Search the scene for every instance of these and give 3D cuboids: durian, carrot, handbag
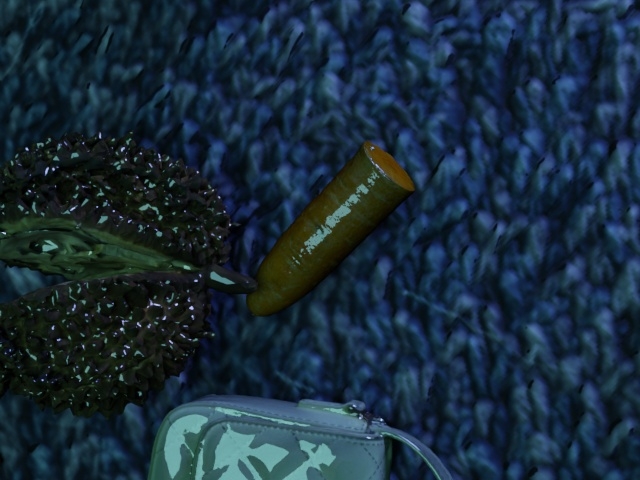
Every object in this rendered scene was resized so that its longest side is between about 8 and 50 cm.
[{"bbox_3d":[-0.136,0.022,0.971,0.196,0.167,0.196,0,92,0],"label":"durian"},{"bbox_3d":[0.000,0.000,0.985,0.048,0.048,0.139,46,102,13],"label":"carrot"},{"bbox_3d":[-0.010,0.227,0.967,0.219,0.079,0.256,8,92,13],"label":"handbag"}]
